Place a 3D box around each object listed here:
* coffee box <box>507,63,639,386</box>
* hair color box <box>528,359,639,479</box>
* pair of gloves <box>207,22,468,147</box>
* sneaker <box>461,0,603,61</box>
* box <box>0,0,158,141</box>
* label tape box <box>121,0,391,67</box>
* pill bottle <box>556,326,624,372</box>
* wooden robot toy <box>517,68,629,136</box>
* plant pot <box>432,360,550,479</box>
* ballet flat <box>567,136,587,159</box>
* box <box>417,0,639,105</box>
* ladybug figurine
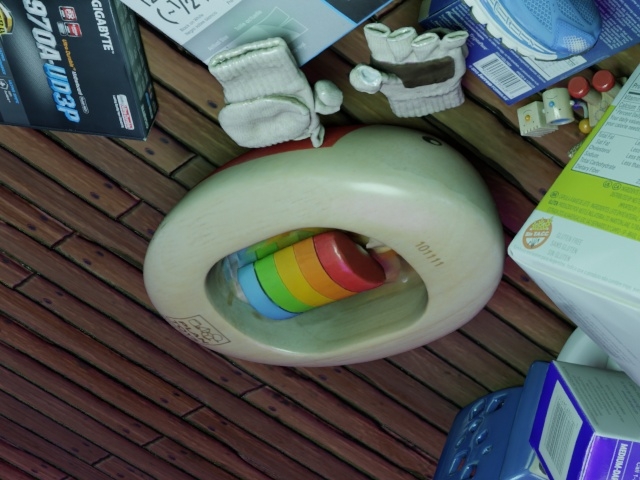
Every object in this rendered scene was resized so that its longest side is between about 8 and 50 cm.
[{"bbox_3d":[0.440,0.007,1.303,0.337,0.334,0.338,42,169,-32],"label":"coffee box"},{"bbox_3d":[0.400,0.226,1.598,0.339,0.185,0.110,9,107,-8],"label":"hair color box"},{"bbox_3d":[0.021,-0.139,1.467,0.240,0.042,0.204,-10,161,0],"label":"pair of gloves"},{"bbox_3d":[0.164,-0.288,1.273,0.147,0.130,0.330,-14,125,27],"label":"sneaker"},{"bbox_3d":[-0.273,-0.201,1.629,0.175,0.051,0.220,7,142,12],"label":"box"},{"bbox_3d":[-0.105,-0.304,1.383,0.347,0.115,0.249,33,141,-25],"label":"label tape box"},{"bbox_3d":[0.436,0.218,1.795,0.334,0.188,0.188,25,143,-13],"label":"pill bottle"},{"bbox_3d":[0.265,-0.113,1.499,0.173,0.079,0.076,-14,166,34],"label":"wooden robot toy"},{"bbox_3d":[0.283,0.303,1.918,0.236,0.236,0.212,32,135,-8],"label":"plant pot"},{"bbox_3d":[0.344,-0.101,1.532,0.206,0.073,0.067,3,115,13],"label":"ballet flat"},{"bbox_3d":[0.217,-0.213,1.442,0.136,0.036,0.225,39,139,-28],"label":"box"},{"bbox_3d":[0.000,0.000,1.695,0.449,0.162,0.305,-18,133,36],"label":"ladybug figurine"}]
